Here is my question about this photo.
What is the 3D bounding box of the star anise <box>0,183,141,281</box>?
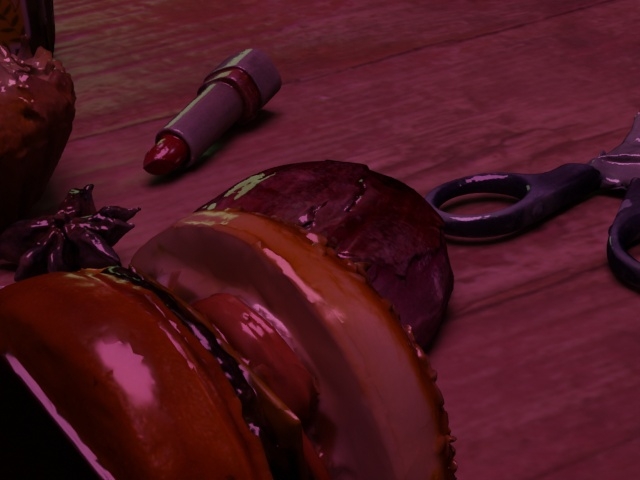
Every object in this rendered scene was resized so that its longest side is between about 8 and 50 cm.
[{"bbox_3d":[-0.197,0.001,1.520,0.124,0.056,0.129,-33,36,-24],"label":"star anise"}]

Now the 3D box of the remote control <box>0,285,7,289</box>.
[{"bbox_3d":[-0.316,0.080,1.408,0.229,0.044,0.073,-8,41,-15],"label":"remote control"}]

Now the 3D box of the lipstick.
[{"bbox_3d":[-0.108,-0.108,1.719,0.063,0.057,0.186,-16,22,41],"label":"lipstick"}]

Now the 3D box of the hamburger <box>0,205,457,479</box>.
[{"bbox_3d":[-0.065,0.125,1.085,0.225,0.291,0.291,-24,35,-37],"label":"hamburger"}]

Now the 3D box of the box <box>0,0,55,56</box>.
[{"bbox_3d":[-0.466,-0.349,1.805,0.373,0.420,0.138,-5,31,-4],"label":"box"}]

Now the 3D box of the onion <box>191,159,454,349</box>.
[{"bbox_3d":[0.000,0.000,1.446,0.227,0.120,0.283,17,34,23],"label":"onion"}]

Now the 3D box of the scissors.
[{"bbox_3d":[0.283,-0.068,1.632,0.256,0.029,0.383,17,34,31],"label":"scissors"}]

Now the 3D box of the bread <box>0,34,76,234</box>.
[{"bbox_3d":[-0.336,-0.088,1.606,0.274,0.149,0.274,-8,28,4],"label":"bread"}]
